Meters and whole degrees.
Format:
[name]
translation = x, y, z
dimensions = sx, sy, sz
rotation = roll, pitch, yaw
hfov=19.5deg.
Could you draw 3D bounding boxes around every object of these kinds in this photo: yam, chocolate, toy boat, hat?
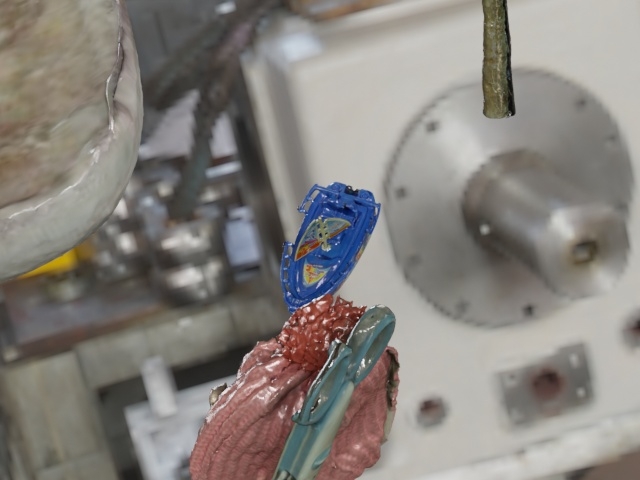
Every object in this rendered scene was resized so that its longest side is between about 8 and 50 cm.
[yam]
translation = 0.154, -0.172, 1.653
dimensions = 0.033, 0.129, 0.027
rotation = 10, 28, 34
[chocolate]
translation = -0.172, -0.076, 0.889
dimensions = 0.185, 0.100, 0.303
rotation = -16, 41, 3
[toy boat]
translation = 0.000, 0.000, 2.021
dimensions = 0.091, 0.110, 0.175
rotation = 17, 65, 18
[hat]
translation = -0.014, 0.151, 1.822
dimensions = 0.236, 0.286, 0.107
rotation = -18, 55, -28

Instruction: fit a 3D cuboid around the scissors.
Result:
[scissors]
translation = -0.008, 0.180, 1.696
dimensions = 0.041, 0.289, 0.138
rotation = 34, 39, 13
